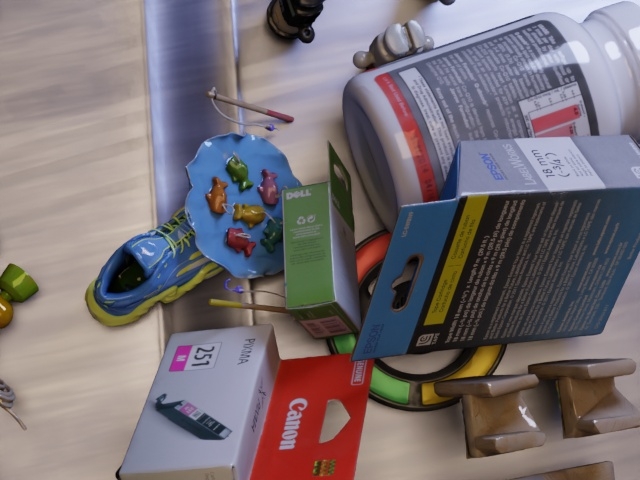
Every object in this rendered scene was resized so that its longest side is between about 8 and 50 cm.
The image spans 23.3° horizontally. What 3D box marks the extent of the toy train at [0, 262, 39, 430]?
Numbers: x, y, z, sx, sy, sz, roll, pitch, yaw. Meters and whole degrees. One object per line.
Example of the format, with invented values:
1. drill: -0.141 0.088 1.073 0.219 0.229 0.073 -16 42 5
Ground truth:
1. toy train: -0.383 0.088 1.807 0.248 0.105 0.143 43 66 3

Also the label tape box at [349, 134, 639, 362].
1. label tape box: 0.193 0.006 1.746 0.334 0.240 0.106 -4 43 -23

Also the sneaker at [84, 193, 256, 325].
1. sneaker: -0.170 0.016 1.820 0.240 0.126 0.091 -40 86 -10

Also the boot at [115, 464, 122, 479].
1. boot: -0.203 0.362 1.771 0.338 0.118 0.222 -23 62 6

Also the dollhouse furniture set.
1. dollhouse furniture set: 0.157 0.338 1.774 0.394 0.256 0.362 -6 88 -26

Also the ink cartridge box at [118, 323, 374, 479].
1. ink cartridge box: -0.073 0.186 1.710 0.239 0.275 0.060 -7 118 12

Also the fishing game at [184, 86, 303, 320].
1. fishing game: -0.083 -0.045 1.837 0.189 0.041 0.264 15 69 -39

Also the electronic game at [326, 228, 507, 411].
1. electronic game: 0.117 0.093 1.876 0.229 0.048 0.229 1 80 -6

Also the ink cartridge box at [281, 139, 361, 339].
1. ink cartridge box: 0.000 0.000 1.827 0.062 0.109 0.209 -10 65 15

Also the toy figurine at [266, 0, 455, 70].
1. toy figurine: 0.059 -0.312 1.899 0.210 0.148 0.213 27 76 -7

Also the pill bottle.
1. pill bottle: 0.227 -0.150 1.846 0.363 0.210 0.210 -19 83 -9
